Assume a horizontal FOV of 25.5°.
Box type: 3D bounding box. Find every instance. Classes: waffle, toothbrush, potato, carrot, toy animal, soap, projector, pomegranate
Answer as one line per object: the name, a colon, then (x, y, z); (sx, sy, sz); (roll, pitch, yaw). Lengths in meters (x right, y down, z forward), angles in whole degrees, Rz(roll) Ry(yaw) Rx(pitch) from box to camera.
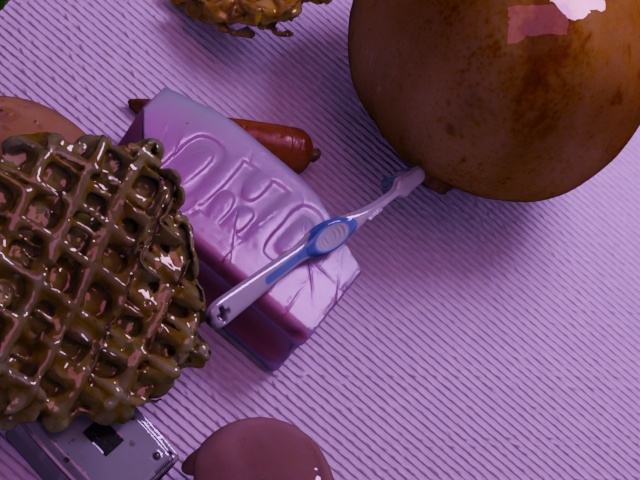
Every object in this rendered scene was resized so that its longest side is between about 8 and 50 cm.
waffle: (-0.251, 0.038, 1.456); (0.297, 0.073, 0.317); (-14, 86, -30)
toothbrush: (0.003, 0.000, 1.624); (0.040, 0.040, 0.386); (47, 49, 6)
waffle: (-0.072, -0.380, 1.862); (0.060, 0.280, 0.262); (56, 43, -49)
potato: (-0.308, -0.072, 1.570); (0.234, 0.146, 0.150); (29, 41, -12)
carrot: (-0.118, -0.135, 1.776); (0.256, 0.061, 0.061); (14, 55, -15)
toy animal: (-0.045, 0.304, 1.470); (0.166, 0.154, 0.250); (-5, 65, -39)
soap: (-0.110, -0.023, 1.674); (0.324, 0.109, 0.193); (40, 49, 1)
projector: (-0.237, 0.215, 1.485); (0.147, 0.061, 0.115); (46, 49, 4)
pomegranate: (0.224, -0.234, 1.825); (0.416, 0.417, 0.417); (13, 55, -20)

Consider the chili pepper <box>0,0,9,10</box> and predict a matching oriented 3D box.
chili pepper: (-0.534, -0.279, 1.562); (0.385, 0.167, 0.213); (-25, 89, -37)
